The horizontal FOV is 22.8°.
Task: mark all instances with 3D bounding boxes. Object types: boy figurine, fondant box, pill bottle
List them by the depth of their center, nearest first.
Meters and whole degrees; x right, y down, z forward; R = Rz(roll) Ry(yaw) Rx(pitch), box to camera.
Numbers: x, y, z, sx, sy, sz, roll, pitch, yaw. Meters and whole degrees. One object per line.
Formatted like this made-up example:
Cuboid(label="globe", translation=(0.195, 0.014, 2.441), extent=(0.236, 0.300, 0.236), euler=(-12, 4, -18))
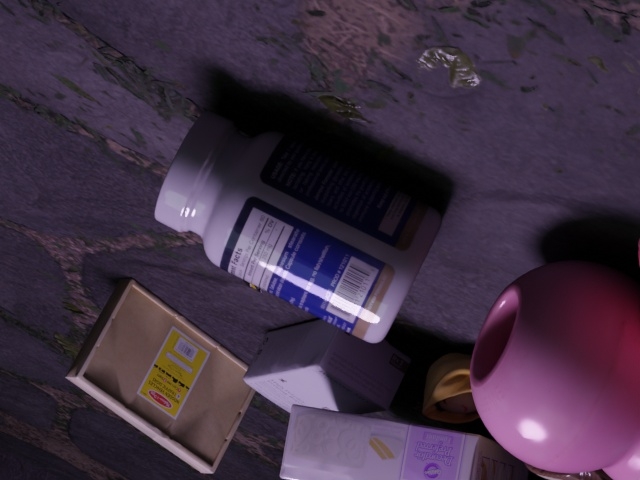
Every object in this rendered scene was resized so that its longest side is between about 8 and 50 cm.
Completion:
Cuboid(label="pill bottle", translation=(-0.024, -0.018, 1.602), extent=(0.264, 0.153, 0.153), euler=(27, 158, 3))
Cuboid(label="boy figurine", translation=(0.242, 0.190, 1.836), extent=(0.285, 0.092, 0.177), euler=(12, 159, 28))
Cuboid(label="fondant box", translation=(0.117, 0.283, 1.999), extent=(0.238, 0.096, 0.330), euler=(7, 172, 19))

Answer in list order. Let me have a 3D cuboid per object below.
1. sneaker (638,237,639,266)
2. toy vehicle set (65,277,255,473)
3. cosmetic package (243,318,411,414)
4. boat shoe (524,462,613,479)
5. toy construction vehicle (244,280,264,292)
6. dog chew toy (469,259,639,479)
Cuboid(label="sneaker", translation=(0.386, 0.101, 1.401), extent=(0.314, 0.116, 0.136), euler=(56, 176, -7))
Cuboid(label="toy vehicle set", translation=(-0.220, 0.196, 2.281), extent=(0.267, 0.166, 0.035), euler=(40, 155, -27))
Cuboid(label="cosmetic package", translation=(0.005, 0.169, 2.074), extent=(0.117, 0.086, 0.231), euler=(34, 159, -17))
Cuboid(label="boat shoe", translation=(0.370, 0.272, 1.890), extent=(0.257, 0.095, 0.095), euler=(14, 169, 44))
Cuboid(label="toy construction vehicle", translation=(-0.069, 0.032, 1.933), extent=(0.086, 0.035, 0.098), euler=(24, 158, 39))
Cuboid(label="dog chew toy", translation=(0.316, 0.152, 1.543), extent=(0.331, 0.207, 0.206), euler=(23, 159, -10))
